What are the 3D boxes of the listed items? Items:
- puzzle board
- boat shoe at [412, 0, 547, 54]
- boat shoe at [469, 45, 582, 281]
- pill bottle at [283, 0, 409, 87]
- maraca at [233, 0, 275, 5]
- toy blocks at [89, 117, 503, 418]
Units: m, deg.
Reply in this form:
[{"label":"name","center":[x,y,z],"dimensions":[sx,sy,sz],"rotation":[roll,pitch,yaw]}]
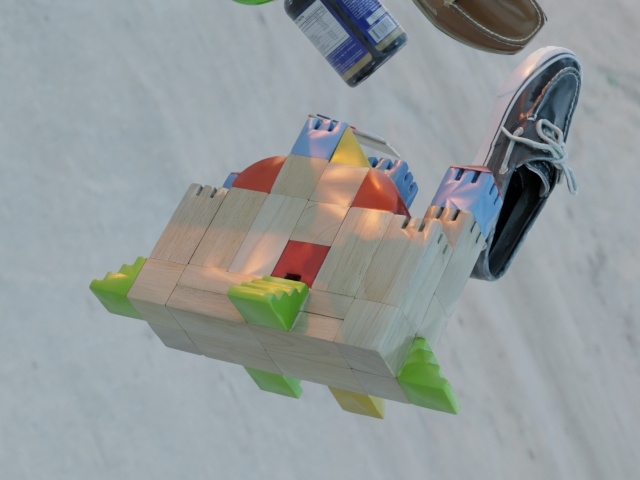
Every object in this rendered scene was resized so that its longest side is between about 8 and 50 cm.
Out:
[{"label":"puzzle board","center":[0.052,-0.157,2.192],"dimensions":[0.011,0.128,0.096],"rotation":[-67,162,-2]},{"label":"boat shoe","center":[0.154,-0.367,1.938],"dimensions":[0.324,0.122,0.120],"rotation":[39,-4,6]},{"label":"boat shoe","center":[0.237,-0.089,1.700],"dimensions":[0.105,0.306,0.113],"rotation":[14,-26,49]},{"label":"pill bottle","center":[0.023,-0.350,2.247],"dimensions":[0.219,0.123,0.123],"rotation":[50,12,-5]},{"label":"maraca","center":[-0.062,-0.283,1.338],"dimensions":[0.099,0.127,0.186],"rotation":[25,13,-45]},{"label":"toy blocks","center":[0.000,0.000,1.455],"dimensions":[0.261,0.381,0.190],"rotation":[-63,145,-26]}]
